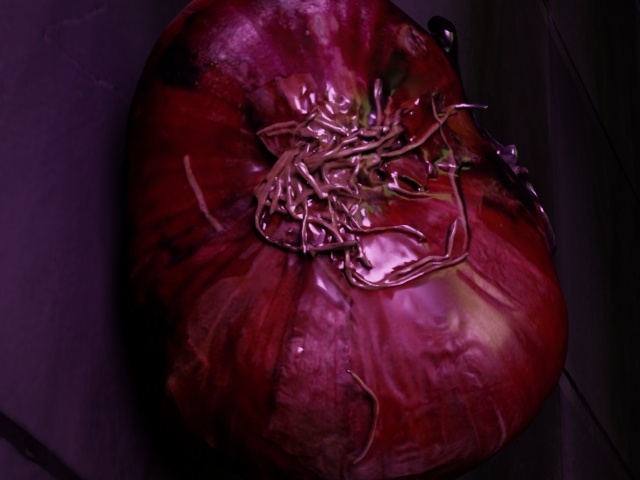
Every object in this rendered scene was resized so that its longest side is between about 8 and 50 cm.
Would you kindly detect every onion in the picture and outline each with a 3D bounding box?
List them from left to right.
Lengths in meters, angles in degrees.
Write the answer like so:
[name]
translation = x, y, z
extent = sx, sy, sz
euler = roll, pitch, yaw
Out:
[onion]
translation = 0.000, -0.004, 0.755
extent = 0.281, 0.221, 0.281
euler = 158, -90, -85
